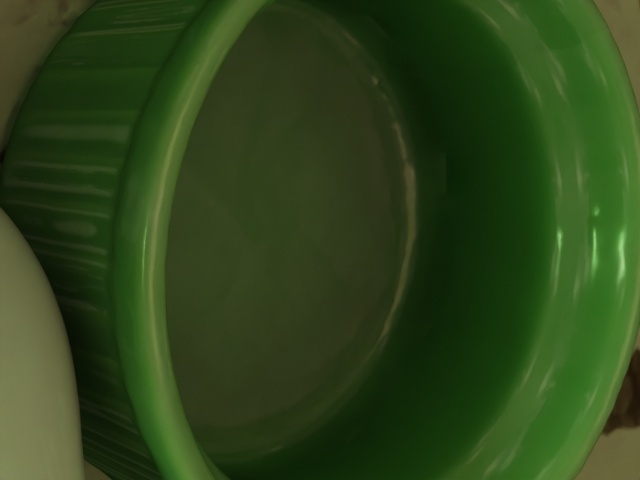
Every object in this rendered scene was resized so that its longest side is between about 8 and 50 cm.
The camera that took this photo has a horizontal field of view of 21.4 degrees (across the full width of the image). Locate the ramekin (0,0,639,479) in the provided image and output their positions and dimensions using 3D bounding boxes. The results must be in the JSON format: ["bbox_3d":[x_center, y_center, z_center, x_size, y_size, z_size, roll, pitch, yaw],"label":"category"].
[{"bbox_3d":[0.000,0.000,0.774,0.303,0.148,0.303,-6,100,-41],"label":"ramekin"}]

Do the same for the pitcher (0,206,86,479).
[{"bbox_3d":[-0.168,0.083,0.658,0.207,0.177,0.125,64,21,-5],"label":"pitcher"}]
